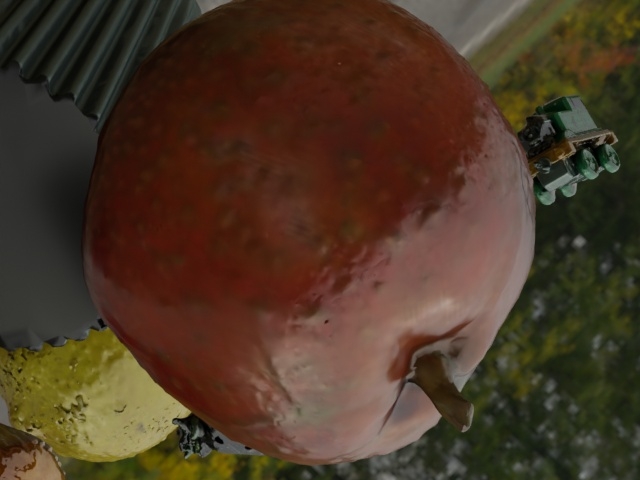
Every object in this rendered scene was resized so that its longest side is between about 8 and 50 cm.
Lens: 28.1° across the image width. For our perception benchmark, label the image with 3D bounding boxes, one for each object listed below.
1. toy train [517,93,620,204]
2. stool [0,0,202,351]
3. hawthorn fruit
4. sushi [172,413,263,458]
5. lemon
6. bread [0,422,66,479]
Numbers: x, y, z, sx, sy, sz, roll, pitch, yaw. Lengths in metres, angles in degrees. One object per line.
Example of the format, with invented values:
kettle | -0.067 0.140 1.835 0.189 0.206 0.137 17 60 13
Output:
toy train | 0.334 -0.132 1.774 0.091 0.136 0.227 -32 169 33
stool | -0.254 -0.118 1.145 0.297 0.297 0.330 -52 -164 34
hawthorn fruit | 0.000 0.000 0.763 0.275 0.300 0.275 -29 147 -21
sushi | -0.070 0.118 0.969 0.056 0.084 0.083 79 6 -49
lemon | -0.248 0.122 1.525 0.310 0.258 0.258 -37 168 -43
bread | -0.253 0.228 0.937 0.132 0.114 0.191 -6 105 -53
